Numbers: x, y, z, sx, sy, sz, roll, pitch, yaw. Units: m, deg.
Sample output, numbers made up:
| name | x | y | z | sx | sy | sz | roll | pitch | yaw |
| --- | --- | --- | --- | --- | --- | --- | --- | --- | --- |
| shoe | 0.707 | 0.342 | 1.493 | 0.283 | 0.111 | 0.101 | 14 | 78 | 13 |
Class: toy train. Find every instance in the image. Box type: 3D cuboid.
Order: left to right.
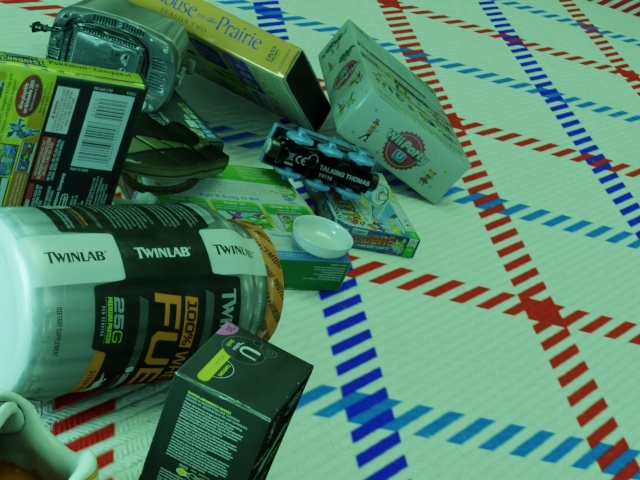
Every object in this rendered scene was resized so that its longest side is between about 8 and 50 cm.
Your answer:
| name | x | y | z | sx | sy | sz | roll | pitch | yaw |
| --- | --- | --- | --- | --- | --- | --- | --- | --- | --- |
| toy train | -0.002 | -0.118 | 1.813 | 0.184 | 0.080 | 0.105 | 17 | 16 | -18 |

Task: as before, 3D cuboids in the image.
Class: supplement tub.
| name | x | y | z | sx | sy | sz | roll | pitch | yaw |
| --- | --- | --- | --- | --- | --- | --- | --- | --- | --- |
| supplement tub | -0.207 | 0.057 | 1.301 | 0.316 | 0.193 | 0.193 | -4 | 36 | -39 |

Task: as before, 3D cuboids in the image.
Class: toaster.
| name | x | y | z | sx | sy | sz | roll | pitch | yaw |
| --- | --- | --- | --- | --- | --- | --- | --- | --- | --- |
| toaster | -0.299 | -0.279 | 1.804 | 0.227 | 0.129 | 0.146 | 18 | 22 | 1 |

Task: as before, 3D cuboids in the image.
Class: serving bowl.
| name | x | y | z | sx | sy | sz | roll | pitch | yaw |
| --- | --- | --- | --- | --- | --- | --- | --- | --- | --- |
| serving bowl | 0.000 | 0.000 | 1.626 | 0.083 | 0.027 | 0.083 | 17 | 27 | -9 |

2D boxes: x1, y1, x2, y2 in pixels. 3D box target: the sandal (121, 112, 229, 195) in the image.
| name | x | y | z | sx | sy | sz | roll | pitch | yaw |
| --- | --- | --- | --- | --- | --- | --- | --- | --- | --- |
| sandal | -0.206 | -0.098 | 1.598 | 0.120 | 0.086 | 0.303 | 41 | 12 | 14 |

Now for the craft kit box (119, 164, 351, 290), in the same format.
| name | x | y | z | sx | sy | sz | roll | pitch | yaw |
| --- | --- | --- | --- | --- | --- | --- | --- | --- | --- |
| craft kit box | -0.120 | -0.025 | 1.674 | 0.250 | 0.061 | 0.246 | 5 | 34 | -31 |

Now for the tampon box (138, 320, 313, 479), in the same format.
| name | x | y | z | sx | sy | sz | roll | pitch | yaw |
| --- | --- | --- | --- | --- | --- | --- | --- | --- | --- |
| tampon box | -0.094 | 0.184 | 1.183 | 0.101 | 0.161 | 0.120 | 26 | 26 | 9 |

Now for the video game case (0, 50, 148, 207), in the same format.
| name | x | y | z | sx | sy | sz | roll | pitch | yaw |
| --- | --- | --- | --- | --- | --- | --- | --- | --- | --- |
| video game case | -0.345 | -0.078 | 1.356 | 0.248 | 0.274 | 0.035 | 6 | 33 | -29 |

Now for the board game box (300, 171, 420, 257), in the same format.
| name | x | y | z | sx | sy | sz | roll | pitch | yaw |
| --- | --- | --- | --- | --- | --- | --- | --- | --- | --- |
| board game box | 0.057 | -0.051 | 1.871 | 0.136 | 0.035 | 0.201 | 10 | 29 | -23 |

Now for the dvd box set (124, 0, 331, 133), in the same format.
| name | x | y | z | sx | sy | sz | roll | pitch | yaw |
| --- | --- | --- | --- | --- | --- | --- | --- | --- | --- |
| dvd box set | -0.194 | -0.326 | 2.007 | 0.420 | 0.062 | 0.307 | 28 | -6 | 14 |

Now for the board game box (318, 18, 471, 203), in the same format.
| name | x | y | z | sx | sy | sz | roll | pitch | yaw |
| --- | --- | --- | --- | --- | --- | --- | --- | --- | --- |
| board game box | 0.118 | -0.223 | 2.088 | 0.224 | 0.097 | 0.303 | 35 | 20 | -24 |

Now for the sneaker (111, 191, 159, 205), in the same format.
| name | x | y | z | sx | sy | sz | roll | pitch | yaw |
| --- | --- | --- | --- | --- | --- | --- | --- | --- | --- |
| sneaker | -0.295 | -0.028 | 1.517 | 0.211 | 0.081 | 0.080 | 0 | 34 | -37 |

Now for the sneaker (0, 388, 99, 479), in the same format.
| name | x | y | z | sx | sy | sz | roll | pitch | yaw |
| --- | --- | --- | --- | --- | --- | --- | --- | --- | --- |
| sneaker | -0.335 | 0.177 | 1.062 | 0.321 | 0.127 | 0.126 | 20 | 28 | 0 |

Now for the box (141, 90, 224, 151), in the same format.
| name | x | y | z | sx | sy | sz | roll | pitch | yaw |
| --- | --- | --- | --- | --- | --- | --- | --- | --- | --- |
| box | -0.278 | -0.182 | 1.840 | 0.183 | 0.059 | 0.232 | -2 | 35 | -37 |
